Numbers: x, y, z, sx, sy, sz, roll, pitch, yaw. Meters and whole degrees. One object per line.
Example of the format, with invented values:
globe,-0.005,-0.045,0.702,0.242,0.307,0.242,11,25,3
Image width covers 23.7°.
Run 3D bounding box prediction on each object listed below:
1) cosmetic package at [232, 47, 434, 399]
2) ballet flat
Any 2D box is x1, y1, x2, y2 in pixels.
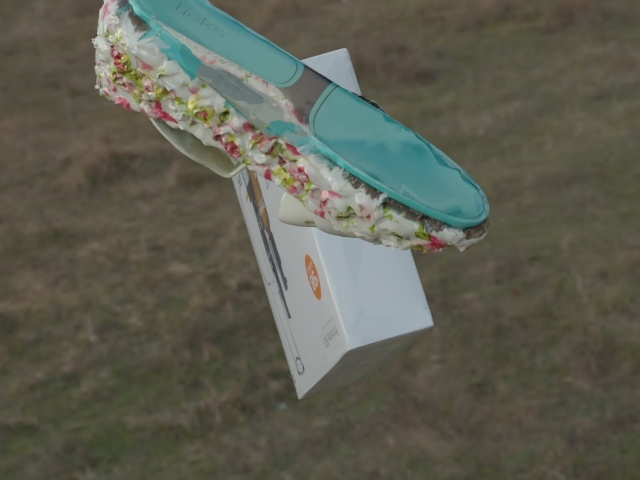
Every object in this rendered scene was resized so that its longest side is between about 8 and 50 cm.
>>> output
cosmetic package,0.000,0.000,1.602,0.097,0.284,0.377,-17,-10,-12
ballet flat,-0.021,-0.056,0.826,0.241,0.077,0.091,35,36,5
